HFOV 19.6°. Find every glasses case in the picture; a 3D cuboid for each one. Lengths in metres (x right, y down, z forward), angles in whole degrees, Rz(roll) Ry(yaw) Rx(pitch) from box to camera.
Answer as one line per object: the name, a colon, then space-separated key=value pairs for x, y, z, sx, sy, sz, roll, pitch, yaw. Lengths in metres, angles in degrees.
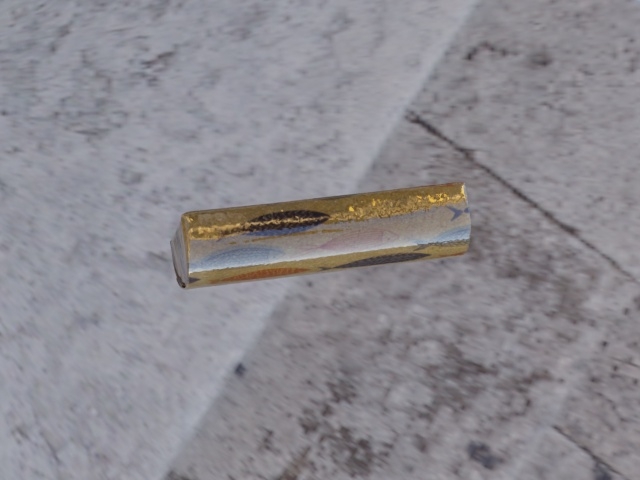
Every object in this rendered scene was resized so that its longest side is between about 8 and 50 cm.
glasses case: x=0.000 y=0.000 z=1.092 sx=0.170 sy=0.064 sz=0.041 roll=-7 pitch=77 yaw=-13
